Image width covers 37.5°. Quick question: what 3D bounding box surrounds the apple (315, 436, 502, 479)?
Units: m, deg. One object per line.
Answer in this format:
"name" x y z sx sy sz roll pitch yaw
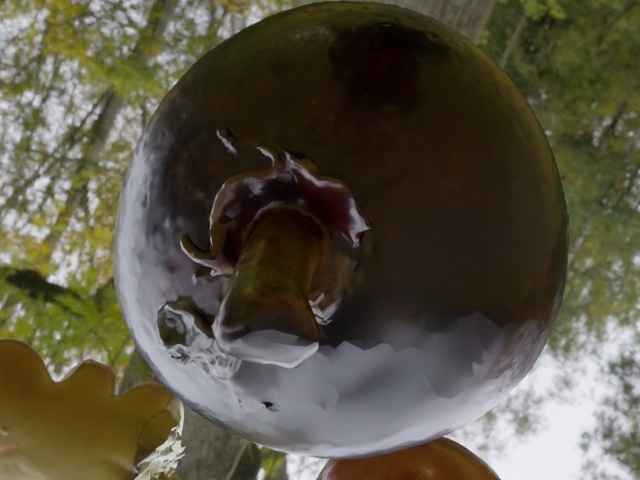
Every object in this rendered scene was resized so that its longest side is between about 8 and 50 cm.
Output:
"apple" 0.074 0.238 0.730 0.199 0.199 0.199 21 -157 -10

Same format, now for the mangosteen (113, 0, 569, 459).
"mangosteen" 0.000 0.000 0.455 0.235 0.236 0.261 29 -168 8

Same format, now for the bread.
"bread" -0.260 0.254 0.935 0.270 0.316 0.211 16 -165 13
